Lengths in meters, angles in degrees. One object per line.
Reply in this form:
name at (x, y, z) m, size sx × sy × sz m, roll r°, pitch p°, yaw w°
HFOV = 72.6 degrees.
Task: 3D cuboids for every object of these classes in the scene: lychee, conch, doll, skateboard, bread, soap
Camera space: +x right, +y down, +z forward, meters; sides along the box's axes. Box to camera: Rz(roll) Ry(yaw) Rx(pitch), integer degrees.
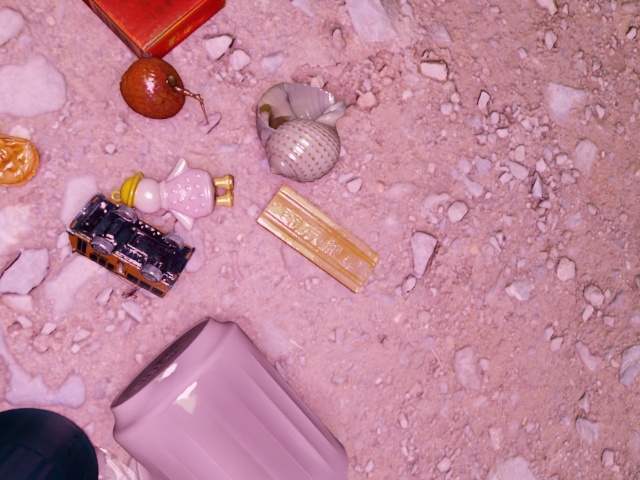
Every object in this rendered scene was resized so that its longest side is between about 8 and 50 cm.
lychee at (-0.274, -0.259, 0.753) m, size 0.140 × 0.101 × 0.114 m, roll -11°, pitch 129°, yaw -1°
conch at (-0.036, -0.190, 0.808) m, size 0.172 × 0.131 × 0.200 m, roll 36°, pitch 48°, yaw 12°
doll at (-0.255, -0.081, 0.764) m, size 0.207 × 0.081 × 0.129 m, roll -4°, pitch 101°, yaw -13°
skateboard at (-0.351, 0.068, 0.744) m, size 0.083 × 0.064 × 0.032 m, roll 37°, pitch 91°, yaw -2°
bread at (-0.519, -0.130, 0.707) m, size 0.110 × 0.044 × 0.083 m, roll 6°, pitch 90°, yaw -14°
soap at (0.000, 0.000, 0.857) m, size 0.252 × 0.037 × 0.092 m, roll 36°, pitch 80°, yaw -12°

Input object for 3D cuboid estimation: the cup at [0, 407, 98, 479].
cup at (-0.487, 0.396, 0.565) m, size 0.307 × 0.292 × 0.242 m, roll -9°, pitch 90°, yaw -16°

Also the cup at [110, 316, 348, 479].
cup at (-0.176, 0.331, 0.711) m, size 0.322 × 0.237 × 0.327 m, roll -38°, pitch 100°, yaw 13°

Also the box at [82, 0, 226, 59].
box at (-0.342, -0.488, 0.748) m, size 0.313 × 0.089 × 0.197 m, roll 46°, pitch 79°, yaw -11°

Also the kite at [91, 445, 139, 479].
kite at (-0.314, 0.483, 0.759) m, size 0.309 × 0.015 × 0.169 m, roll 27°, pitch 80°, yaw -13°

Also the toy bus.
toy bus at (-0.316, 0.012, 0.728) m, size 0.182 × 0.103 × 0.091 m, roll 32°, pitch 55°, yaw -14°
